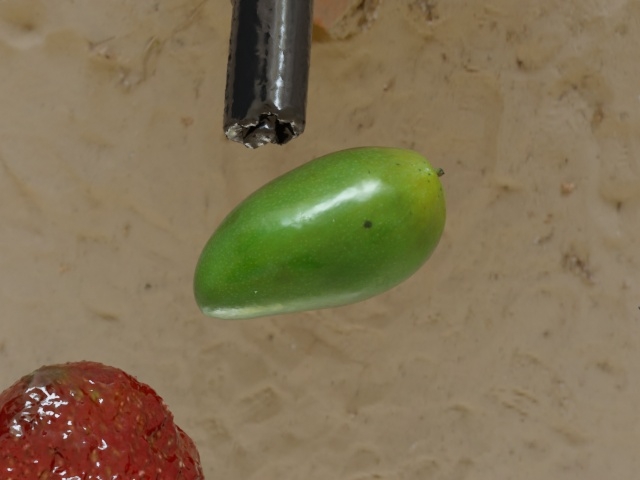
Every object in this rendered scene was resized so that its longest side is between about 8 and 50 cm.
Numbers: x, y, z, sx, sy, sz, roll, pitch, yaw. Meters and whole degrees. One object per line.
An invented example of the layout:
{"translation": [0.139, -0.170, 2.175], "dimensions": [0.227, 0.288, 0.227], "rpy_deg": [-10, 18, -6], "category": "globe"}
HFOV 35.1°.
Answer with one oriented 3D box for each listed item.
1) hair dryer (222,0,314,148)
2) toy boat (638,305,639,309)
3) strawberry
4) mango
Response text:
{"translation": [-0.035, -0.170, 0.590], "dimensions": [0.197, 0.251, 0.089], "rpy_deg": [-11, 154, 26], "category": "hair dryer"}
{"translation": [0.332, 0.067, 0.957], "dimensions": [0.038, 0.038, 0.083], "rpy_deg": [41, 162, -17], "category": "toy boat"}
{"translation": [-0.241, 0.231, 0.998], "dimensions": [0.257, 0.257, 0.277], "rpy_deg": [7, 130, 7], "category": "strawberry"}
{"translation": [0.000, 0.000, 1.396], "dimensions": [0.381, 0.201, 0.225], "rpy_deg": [-26, 159, -11], "category": "mango"}
